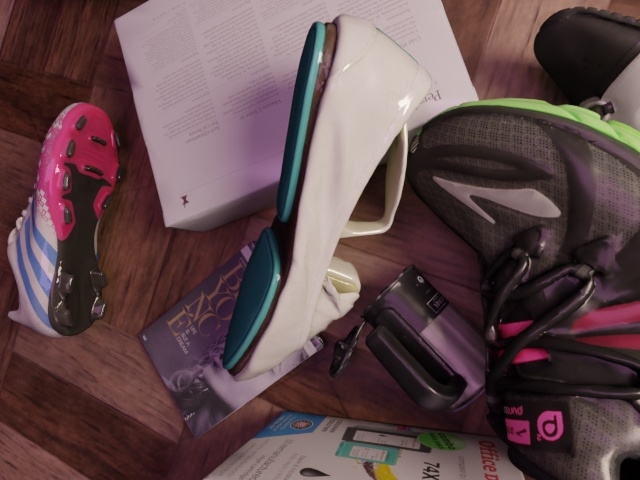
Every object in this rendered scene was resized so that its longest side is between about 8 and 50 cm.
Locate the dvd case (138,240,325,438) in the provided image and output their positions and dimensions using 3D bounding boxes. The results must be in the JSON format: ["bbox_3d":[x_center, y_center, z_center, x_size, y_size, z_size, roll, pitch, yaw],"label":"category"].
[{"bbox_3d":[-0.125,0.132,0.560,0.221,0.018,0.165,-38,76,11],"label":"dvd case"}]

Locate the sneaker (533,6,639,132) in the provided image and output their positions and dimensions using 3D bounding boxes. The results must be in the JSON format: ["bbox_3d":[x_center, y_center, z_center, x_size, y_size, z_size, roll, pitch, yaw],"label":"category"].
[{"bbox_3d":[0.299,-0.065,0.384,0.146,0.122,0.331,-45,79,15],"label":"sneaker"}]

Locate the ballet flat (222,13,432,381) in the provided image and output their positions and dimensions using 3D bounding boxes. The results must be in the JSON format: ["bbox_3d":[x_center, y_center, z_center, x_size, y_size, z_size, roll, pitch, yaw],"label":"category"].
[{"bbox_3d":[0.000,0.000,0.429,0.139,0.139,0.401,28,117,17],"label":"ballet flat"}]

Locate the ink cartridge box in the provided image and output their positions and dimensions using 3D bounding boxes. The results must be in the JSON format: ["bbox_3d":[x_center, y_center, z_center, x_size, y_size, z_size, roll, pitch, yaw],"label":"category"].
[{"bbox_3d":[0.052,0.304,0.400,0.269,0.198,0.198,0,86,16],"label":"ink cartridge box"}]

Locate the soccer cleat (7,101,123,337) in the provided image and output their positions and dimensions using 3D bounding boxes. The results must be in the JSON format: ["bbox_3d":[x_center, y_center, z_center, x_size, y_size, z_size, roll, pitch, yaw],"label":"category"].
[{"bbox_3d":[-0.377,-0.031,0.597,0.142,0.116,0.332,5,88,17],"label":"soccer cleat"}]

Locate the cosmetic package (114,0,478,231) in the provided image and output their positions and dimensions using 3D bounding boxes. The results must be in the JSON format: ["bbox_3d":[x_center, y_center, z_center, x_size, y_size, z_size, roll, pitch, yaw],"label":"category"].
[{"bbox_3d":[-0.044,-0.204,0.515,0.376,0.097,0.285,-19,80,15],"label":"cosmetic package"}]

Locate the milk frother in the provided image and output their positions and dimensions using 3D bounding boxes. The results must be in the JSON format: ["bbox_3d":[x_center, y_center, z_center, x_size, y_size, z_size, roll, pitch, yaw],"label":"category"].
[{"bbox_3d":[0.094,0.127,0.462,0.135,0.129,0.143,46,143,15],"label":"milk frother"}]

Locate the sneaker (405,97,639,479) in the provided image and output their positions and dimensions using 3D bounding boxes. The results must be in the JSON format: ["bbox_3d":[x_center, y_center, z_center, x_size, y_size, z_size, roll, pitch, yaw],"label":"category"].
[{"bbox_3d":[0.212,0.079,0.330,0.202,0.185,0.483,-26,69,-17],"label":"sneaker"}]
